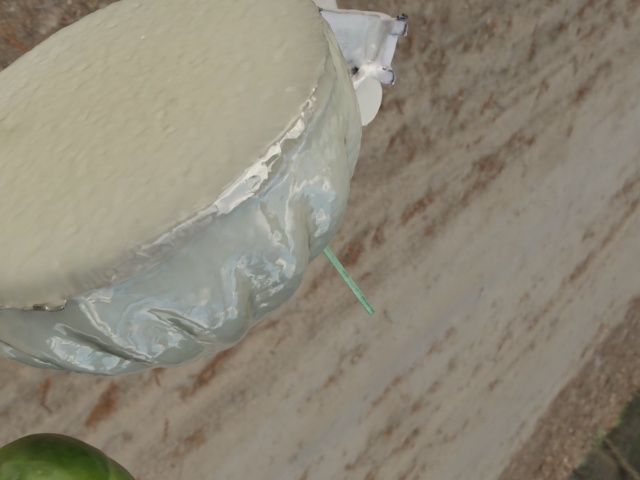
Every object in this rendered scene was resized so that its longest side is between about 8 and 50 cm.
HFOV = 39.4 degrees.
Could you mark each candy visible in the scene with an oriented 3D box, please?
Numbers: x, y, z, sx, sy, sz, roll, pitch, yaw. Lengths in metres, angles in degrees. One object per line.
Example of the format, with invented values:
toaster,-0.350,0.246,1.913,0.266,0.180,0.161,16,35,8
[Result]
candy,0.000,0.000,0.888,0.060,0.060,0.201,-46,115,-26

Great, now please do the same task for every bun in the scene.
bun,-0.086,-0.015,0.521,0.263,0.263,0.175,-49,137,-22

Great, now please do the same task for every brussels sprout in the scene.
brussels sprout,-0.185,0.210,0.617,0.117,0.155,0.155,-30,170,36

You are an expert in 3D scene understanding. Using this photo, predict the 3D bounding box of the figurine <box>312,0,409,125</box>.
figurine,-0.033,-0.233,0.954,0.182,0.257,0.144,-22,132,-23
